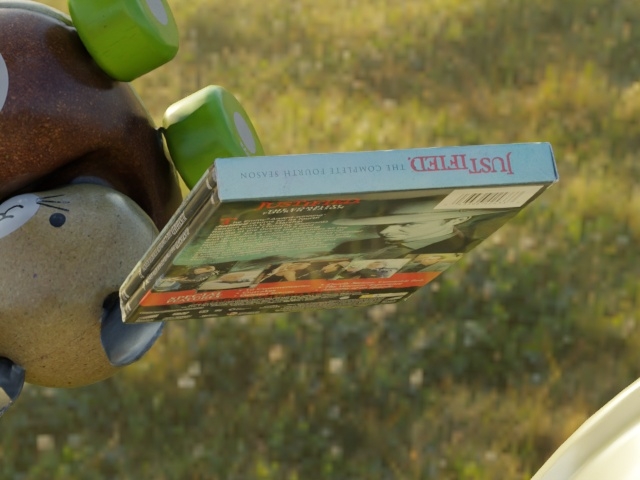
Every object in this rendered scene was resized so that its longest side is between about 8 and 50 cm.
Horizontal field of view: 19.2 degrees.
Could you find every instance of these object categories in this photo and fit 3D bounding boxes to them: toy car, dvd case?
[{"bbox_3d":[-0.113,0.000,0.768,0.155,0.149,0.188,-26,34,14],"label":"toy car"},{"bbox_3d":[0.000,0.000,0.499,0.087,0.013,0.119,-4,-14,-17],"label":"dvd case"}]

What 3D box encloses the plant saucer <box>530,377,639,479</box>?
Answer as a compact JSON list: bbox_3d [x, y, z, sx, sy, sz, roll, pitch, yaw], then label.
[{"bbox_3d":[0.165,0.195,0.422,0.400,0.400,0.100,20,8,32],"label":"plant saucer"}]
